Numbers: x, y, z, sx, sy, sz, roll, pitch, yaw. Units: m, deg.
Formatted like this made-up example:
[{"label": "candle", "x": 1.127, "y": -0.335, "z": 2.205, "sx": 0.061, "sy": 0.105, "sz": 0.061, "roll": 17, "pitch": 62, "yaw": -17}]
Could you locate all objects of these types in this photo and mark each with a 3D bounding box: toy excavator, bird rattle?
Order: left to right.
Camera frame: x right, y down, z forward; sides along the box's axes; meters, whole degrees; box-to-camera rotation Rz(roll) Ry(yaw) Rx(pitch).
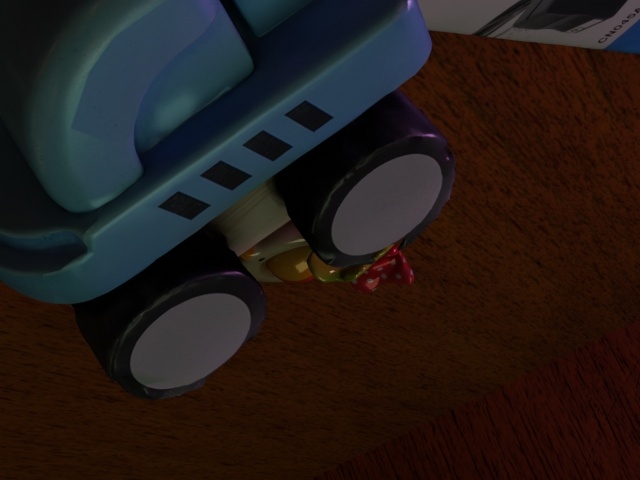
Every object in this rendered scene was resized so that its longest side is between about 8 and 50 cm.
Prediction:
[{"label": "toy excavator", "x": -0.065, "y": -0.173, "z": 0.603, "sx": 0.433, "sy": 0.222, "sz": 0.445, "roll": -36, "pitch": 146, "yaw": -1}, {"label": "bird rattle", "x": 0.000, "y": 0.000, "z": 1.422, "sx": 0.207, "sy": 0.143, "sz": 0.253, "roll": -12, "pitch": 170, "yaw": 5}]

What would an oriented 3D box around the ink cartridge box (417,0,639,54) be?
[{"label": "ink cartridge box", "x": 0.198, "y": -0.291, "z": 0.841, "sx": 0.395, "sy": 0.166, "sz": 0.285, "roll": -2, "pitch": 151, "yaw": -38}]
